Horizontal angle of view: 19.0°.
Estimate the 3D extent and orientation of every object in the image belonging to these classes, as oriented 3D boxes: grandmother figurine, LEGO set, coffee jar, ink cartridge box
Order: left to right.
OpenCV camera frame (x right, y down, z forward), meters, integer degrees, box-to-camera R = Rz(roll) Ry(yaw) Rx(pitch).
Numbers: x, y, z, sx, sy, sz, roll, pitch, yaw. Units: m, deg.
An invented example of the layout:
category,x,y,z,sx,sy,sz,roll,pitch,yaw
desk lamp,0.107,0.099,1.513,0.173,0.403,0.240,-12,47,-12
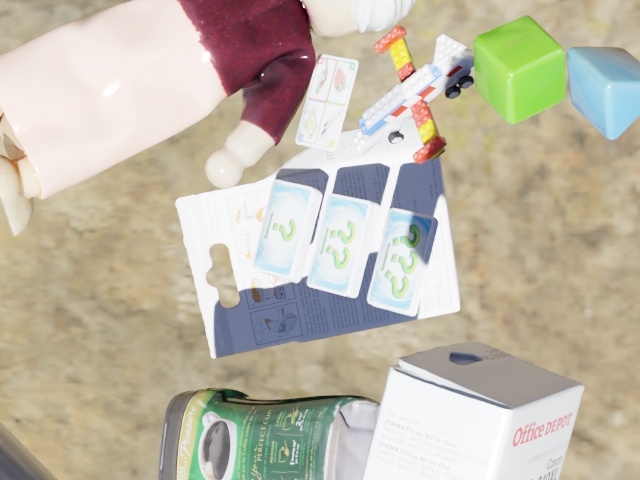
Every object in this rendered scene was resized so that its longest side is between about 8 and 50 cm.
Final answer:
category,x,y,z,sx,sy,sz,roll,pitch,yaw
grandmother figurine,-0.089,-0.140,1.349,0.342,0.104,0.208,-24,95,-12
coffee jar,-0.037,0.156,1.388,0.079,0.184,0.096,13,80,-46
ink cartridge box,0.000,0.000,1.635,0.224,0.056,0.181,-10,126,0
LEGO set,0.027,-0.080,1.474,0.060,0.182,0.244,15,90,-44
ink cartridge box,0.061,0.130,0.880,0.109,0.063,0.150,-6,112,-65

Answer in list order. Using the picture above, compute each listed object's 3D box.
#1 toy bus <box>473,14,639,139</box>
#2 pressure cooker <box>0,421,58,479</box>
category,x,y,z,sx,sy,sz,roll,pitch,yaw
toy bus,0.106,-0.160,0.715,0.191,0.104,0.202,-35,138,-5
pressure cooker,-0.355,0.265,1.362,0.420,0.375,0.370,49,64,-13
